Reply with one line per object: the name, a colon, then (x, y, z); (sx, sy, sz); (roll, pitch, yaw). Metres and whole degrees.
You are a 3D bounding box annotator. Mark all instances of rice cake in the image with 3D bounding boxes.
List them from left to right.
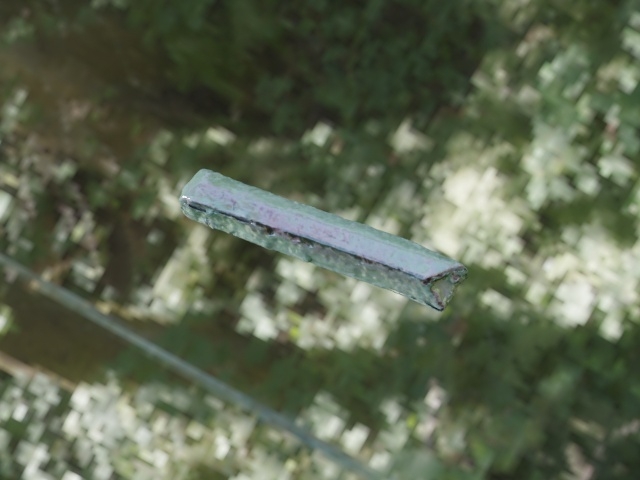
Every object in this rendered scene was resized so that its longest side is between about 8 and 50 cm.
rice cake: (0.001, -0.001, 1.334); (0.033, 0.208, 0.033); (83, -149, -56)
